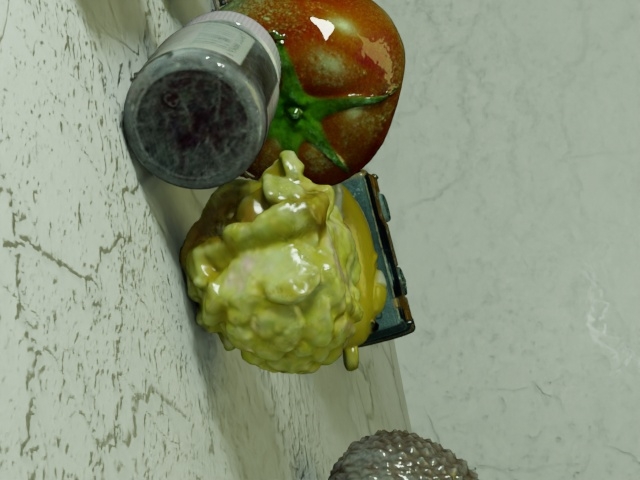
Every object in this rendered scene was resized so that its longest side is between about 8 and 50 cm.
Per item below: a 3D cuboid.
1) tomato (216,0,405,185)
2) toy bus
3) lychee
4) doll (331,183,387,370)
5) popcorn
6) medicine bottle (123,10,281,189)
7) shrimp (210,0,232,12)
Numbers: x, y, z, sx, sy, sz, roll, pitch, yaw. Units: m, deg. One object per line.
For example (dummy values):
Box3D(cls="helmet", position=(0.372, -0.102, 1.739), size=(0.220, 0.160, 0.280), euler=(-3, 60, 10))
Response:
Box3D(cls="tomato", position=(-0.029, -0.229, 1.852), size=(0.239, 0.303, 0.304), euler=(-79, 155, -57))
Box3D(cls="toy bus", position=(0.066, 0.037, 2.476), size=(0.194, 0.161, 0.324), euler=(24, 52, -78))
Box3D(cls="lychee", position=(0.124, 0.429, 1.930), size=(0.300, 0.300, 0.300), euler=(-13, 90, -81))
Box3D(cls="doll", position=(-0.004, -0.031, 2.193), size=(0.348, 0.161, 0.423), euler=(-122, -159, -63))
Box3D(cls="popcorn", position=(-0.059, 0.036, 1.549), size=(0.259, 0.212, 0.259), euler=(-19, 90, -77))
Box3D(cls="medicine bottle", position=(-0.132, -0.175, 1.551), size=(0.273, 0.165, 0.165), euler=(-79, 154, -70))
Box3D(cls="shrimp", position=(-0.110, -0.331, 2.066), size=(0.145, 0.116, 0.343), euler=(125, -48, -70))
